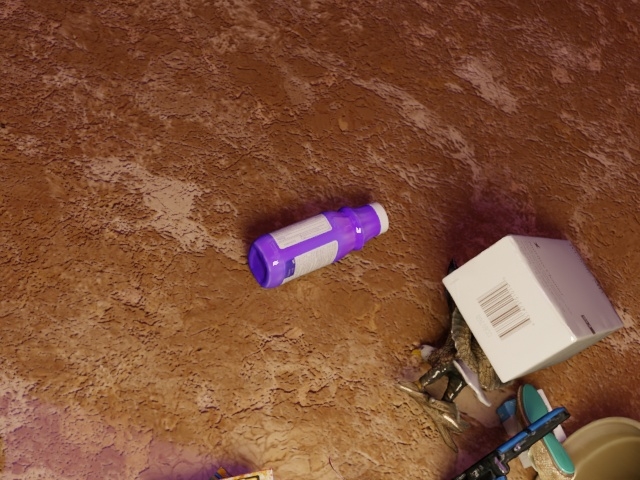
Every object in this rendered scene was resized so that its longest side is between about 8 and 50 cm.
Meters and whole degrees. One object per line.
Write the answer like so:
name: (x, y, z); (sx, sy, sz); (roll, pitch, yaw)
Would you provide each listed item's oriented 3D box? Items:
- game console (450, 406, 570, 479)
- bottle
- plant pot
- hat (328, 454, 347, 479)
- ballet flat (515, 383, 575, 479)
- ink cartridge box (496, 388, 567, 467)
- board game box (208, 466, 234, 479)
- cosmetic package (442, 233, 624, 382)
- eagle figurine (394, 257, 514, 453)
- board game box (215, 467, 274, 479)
game console: (0.308, 0.439, 1.442); (0.250, 0.293, 0.173); (-26, 72, -25)
bottle: (0.000, 0.000, 1.706); (0.283, 0.118, 0.092); (-22, 69, -23)
plant pot: (0.553, 0.506, 1.487); (0.280, 0.323, 0.323); (32, 57, -16)
hat: (0.113, 0.460, 1.434); (0.208, 0.183, 0.173); (0, 59, -8)
ballet flat: (0.388, 0.354, 1.572); (0.073, 0.067, 0.206); (18, 35, -24)
ink cartridge box: (0.402, 0.356, 1.652); (0.088, 0.052, 0.122); (-15, 65, -20)
board game box: (-0.150, 0.478, 1.425); (0.170, 0.048, 0.141); (35, 57, 20)
cosmetic package: (0.402, 0.117, 1.610); (0.385, 0.156, 0.217); (-2, 59, -59)
eagle figurine: (0.265, 0.200, 1.629); (0.225, 0.226, 0.298); (28, 62, 25)
board game box: (-0.158, 0.448, 1.368); (0.193, 0.045, 0.147); (-11, 45, -3)
